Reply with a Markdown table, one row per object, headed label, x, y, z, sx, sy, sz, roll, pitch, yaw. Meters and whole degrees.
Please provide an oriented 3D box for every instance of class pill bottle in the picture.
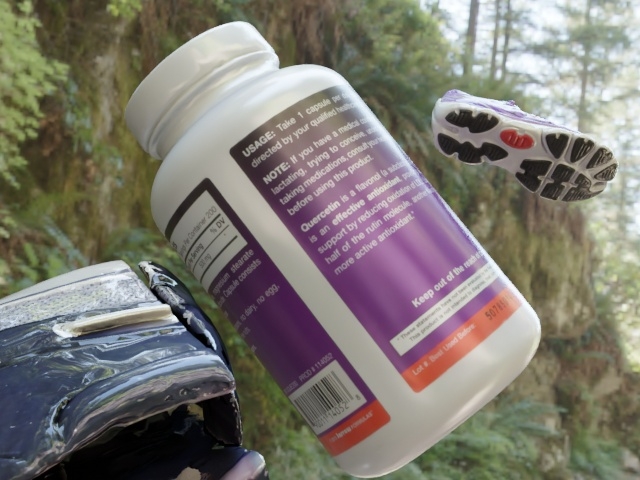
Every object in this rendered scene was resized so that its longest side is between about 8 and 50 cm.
| label | x | y | z | sx | sy | sz | roll | pitch | yaw |
| --- | --- | --- | --- | --- | --- | --- | --- | --- | --- |
| pill bottle | 0.000 | 0.000 | 0.664 | 0.181 | 0.323 | 0.181 | -37 | -7 | -5 |

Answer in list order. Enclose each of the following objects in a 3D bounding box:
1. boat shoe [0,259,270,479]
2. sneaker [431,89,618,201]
| label | x | y | z | sx | sy | sz | roll | pitch | yaw |
| --- | --- | --- | --- | --- | --- | --- | --- | --- | --- |
| boat shoe | -0.184 | 0.112 | 0.369 | 0.340 | 0.127 | 0.158 | -27 | 22 | -19 |
| sneaker | 0.180 | -0.092 | 0.775 | 0.169 | 0.071 | 0.068 | 22 | -52 | -6 |
